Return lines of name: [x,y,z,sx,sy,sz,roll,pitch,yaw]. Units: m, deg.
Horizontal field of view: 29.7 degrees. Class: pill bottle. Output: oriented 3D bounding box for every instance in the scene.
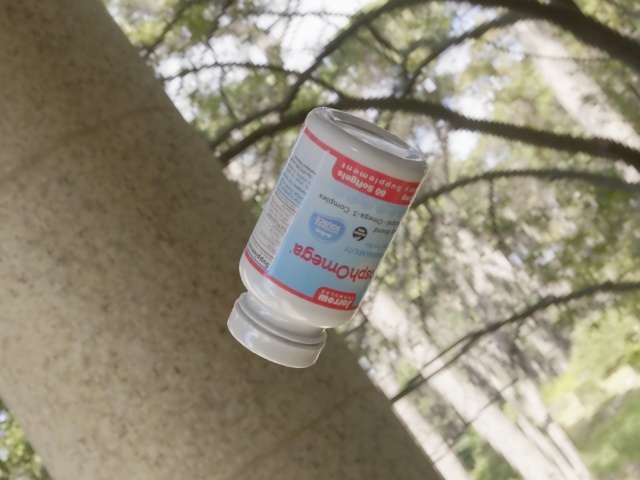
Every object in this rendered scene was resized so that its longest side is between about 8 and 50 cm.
pill bottle: [0.000,0.000,0.797,0.087,0.087,0.160,-12,-49,-65]
